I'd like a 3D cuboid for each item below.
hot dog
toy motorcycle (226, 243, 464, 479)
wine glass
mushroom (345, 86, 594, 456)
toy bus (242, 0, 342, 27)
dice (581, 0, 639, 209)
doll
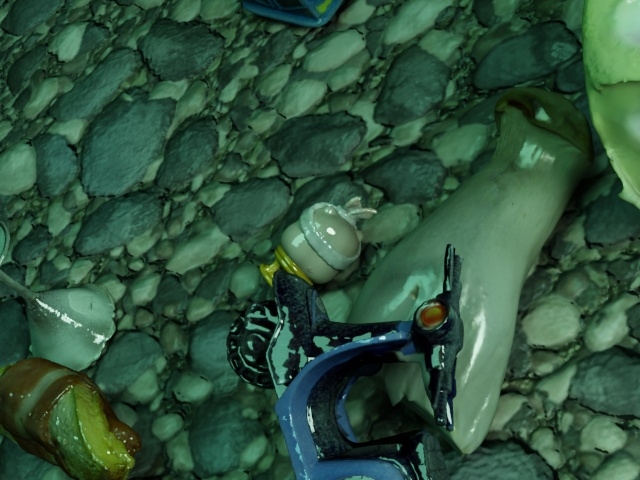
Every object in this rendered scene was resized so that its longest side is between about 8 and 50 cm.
[{"bbox_3d":[-0.260,0.175,1.328,0.262,0.123,0.093,20,60,37],"label":"hot dog"},{"bbox_3d":[0.058,0.172,1.053,0.213,0.125,0.358,-26,74,18],"label":"toy motorcycle"},{"bbox_3d":[-0.316,0.059,1.399,0.122,0.183,0.122,-17,54,24],"label":"wine glass"},{"bbox_3d":[0.147,0.017,1.182,0.159,0.122,0.328,31,79,6],"label":"mushroom"},{"bbox_3d":[-0.004,-0.424,1.514,0.152,0.190,0.312,22,74,42],"label":"toy bus"},{"bbox_3d":[0.365,-0.157,1.044,0.250,0.252,0.254,-3,58,33],"label":"dice"},{"bbox_3d":[0.000,0.000,1.311,0.127,0.073,0.084,-40,15,7],"label":"doll"}]
